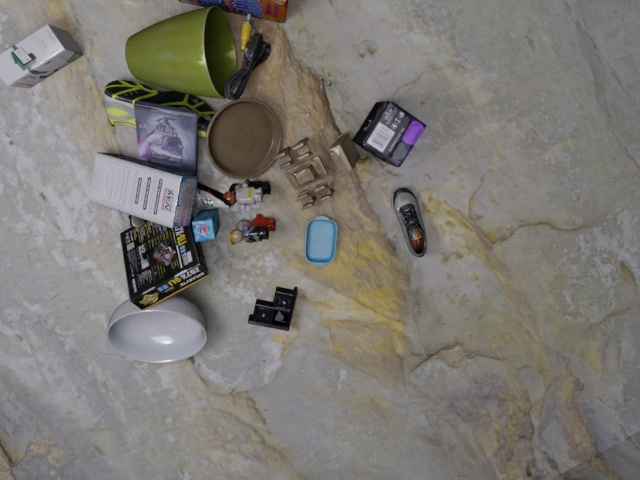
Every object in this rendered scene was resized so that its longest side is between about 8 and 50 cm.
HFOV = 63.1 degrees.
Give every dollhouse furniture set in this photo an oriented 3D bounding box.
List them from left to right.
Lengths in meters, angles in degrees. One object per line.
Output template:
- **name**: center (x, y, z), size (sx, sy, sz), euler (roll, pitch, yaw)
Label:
- **dollhouse furniture set**: center (-0.001, -0.265, 1.830), size (0.242, 0.161, 0.212), euler (-22, 109, 22)

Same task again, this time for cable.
- **cable**: center (-0.245, -0.581, 1.711), size (0.072, 0.139, 0.287), euler (19, 84, 24)

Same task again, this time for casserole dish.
- **casserole dish**: center (0.000, 0.000, 1.925), size (0.114, 0.037, 0.188), euler (3, 104, -6)

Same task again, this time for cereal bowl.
- **cereal bowl**: center (-0.575, 0.292, 1.858), size (0.338, 0.141, 0.339), euler (-5, 138, -5)

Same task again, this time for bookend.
- **bookend**: center (-0.177, 0.241, 1.948), size (0.156, 0.072, 0.157), euler (13, 101, -7)

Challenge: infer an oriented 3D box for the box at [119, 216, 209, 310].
- **box**: center (-0.531, 0.042, 1.756), size (0.257, 0.322, 0.079), euler (-28, 141, 1)

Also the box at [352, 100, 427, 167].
- **box**: center (0.220, -0.358, 1.738), size (0.143, 0.270, 0.165), euler (31, 99, -11)

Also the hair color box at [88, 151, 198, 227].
- **hair color box**: center (-0.588, -0.170, 1.729), size (0.347, 0.105, 0.174), euler (17, 101, 19)

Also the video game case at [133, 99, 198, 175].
- **video game case**: center (-0.506, -0.330, 1.727), size (0.196, 0.026, 0.274), euler (9, 142, -7)

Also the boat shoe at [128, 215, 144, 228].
- **boat shoe**: center (-0.639, -0.077, 1.807), size (0.042, 0.133, 0.049), euler (-35, 122, 12)

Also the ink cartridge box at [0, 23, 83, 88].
- **ink cartridge box**: center (-0.895, -0.578, 1.652), size (0.219, 0.160, 0.093), euler (-31, 104, 4)

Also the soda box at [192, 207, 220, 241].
- **soda box**: center (-0.389, -0.056, 1.789), size (0.067, 0.210, 0.071), euler (-8, 104, -3)

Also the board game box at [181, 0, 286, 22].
- **board game box**: center (-0.249, -0.887, 1.531), size (0.356, 0.356, 0.357), euler (9, 103, -7)

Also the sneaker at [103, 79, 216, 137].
- **sneaker**: center (-0.524, -0.416, 1.753), size (0.384, 0.145, 0.147), euler (16, 133, -12)

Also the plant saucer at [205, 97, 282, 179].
- **plant saucer**: center (-0.260, -0.344, 1.768), size (0.277, 0.041, 0.278), euler (-14, 119, -26)

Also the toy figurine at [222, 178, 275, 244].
- **toy figurine**: center (-0.250, -0.098, 1.794), size (0.148, 0.209, 0.213), euler (-5, 106, 7)

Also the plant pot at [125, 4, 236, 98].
- **plant pot**: center (-0.452, -0.585, 1.655), size (0.293, 0.275, 0.275), euler (0, 104, 11)

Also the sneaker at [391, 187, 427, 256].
- **sneaker**: center (0.336, -0.065, 1.903), size (0.100, 0.108, 0.272), euler (-19, 103, 2)

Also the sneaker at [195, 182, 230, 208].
- **sneaker**: center (-0.400, -0.143, 1.855), size (0.161, 0.057, 0.075), euler (27, 116, -12)
